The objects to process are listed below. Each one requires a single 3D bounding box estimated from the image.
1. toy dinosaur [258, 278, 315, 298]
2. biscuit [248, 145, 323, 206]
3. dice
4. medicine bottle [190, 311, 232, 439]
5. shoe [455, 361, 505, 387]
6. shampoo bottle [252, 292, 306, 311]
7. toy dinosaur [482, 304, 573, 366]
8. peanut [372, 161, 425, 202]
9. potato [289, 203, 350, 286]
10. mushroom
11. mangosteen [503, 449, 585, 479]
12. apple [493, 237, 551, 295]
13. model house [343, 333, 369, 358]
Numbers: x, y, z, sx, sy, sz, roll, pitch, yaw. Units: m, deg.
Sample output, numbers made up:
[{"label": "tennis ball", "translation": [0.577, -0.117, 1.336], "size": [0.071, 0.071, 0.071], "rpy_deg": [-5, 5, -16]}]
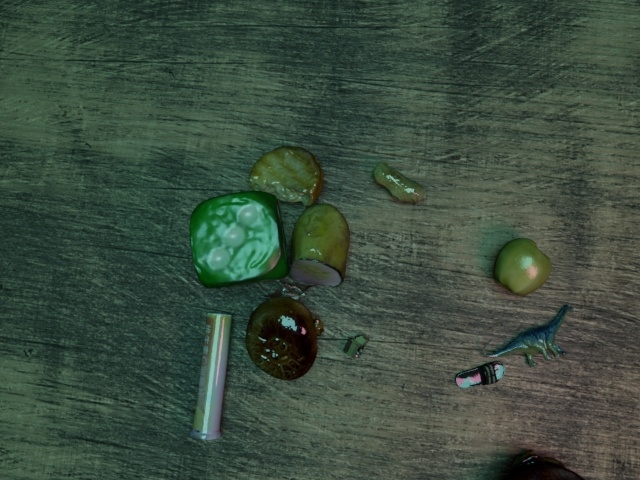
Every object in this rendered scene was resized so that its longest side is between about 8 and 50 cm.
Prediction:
[{"label": "toy dinosaur", "translation": [-0.117, 0.173, 1.838], "size": [0.220, 0.032, 0.108], "rpy_deg": [-12, 39, -20]}, {"label": "biscuit", "translation": [-0.110, -0.240, 1.868], "size": [0.274, 0.091, 0.213], "rpy_deg": [21, 71, 22]}, {"label": "dice", "translation": [-0.268, 0.008, 1.763], "size": [0.297, 0.287, 0.300], "rpy_deg": [-10, 82, 1]}, {"label": "medicine bottle", "translation": [-0.381, 0.470, 1.809], "size": [0.108, 0.108, 0.426], "rpy_deg": [4, 81, 3]}, {"label": "shoe", "translation": [0.563, 0.475, 1.785], "size": [0.179, 0.049, 0.071], "rpy_deg": [-15, 83, 1]}, {"label": "shampoo bottle", "translation": [-0.145, 0.229, 1.847], "size": [0.195, 0.056, 0.056], "rpy_deg": [-24, 83, 0]}, {"label": "toy dinosaur", "translation": [0.753, 0.358, 1.781], "size": [0.363, 0.076, 0.147], "rpy_deg": [-25, 63, -2]}, {"label": "peanut", "translation": [0.283, -0.205, 1.861], "size": [0.214, 0.099, 0.099], "rpy_deg": [40, 86, 5]}, {"label": "potato", "translation": [0.000, 0.000, 1.809], "size": [0.229, 0.229, 0.266], "rpy_deg": [10, 68, 4]}, {"label": "mushroom", "translation": [-0.122, 0.339, 1.764], "size": [0.278, 0.163, 0.297], "rpy_deg": [-12, 103, -1]}, {"label": "mangosteen", "translation": [0.709, 0.840, 1.596], "size": [0.330, 0.330, 0.330], "rpy_deg": [0, 83, 3]}, {"label": "apple", "translation": [0.693, 0.090, 1.760], "size": [0.200, 0.200, 0.200], "rpy_deg": [0, 83, 3]}, {"label": "model house", "translation": [0.125, 0.370, 1.822], "size": [0.058, 0.057, 0.083], "rpy_deg": [31, 106, 32]}]
